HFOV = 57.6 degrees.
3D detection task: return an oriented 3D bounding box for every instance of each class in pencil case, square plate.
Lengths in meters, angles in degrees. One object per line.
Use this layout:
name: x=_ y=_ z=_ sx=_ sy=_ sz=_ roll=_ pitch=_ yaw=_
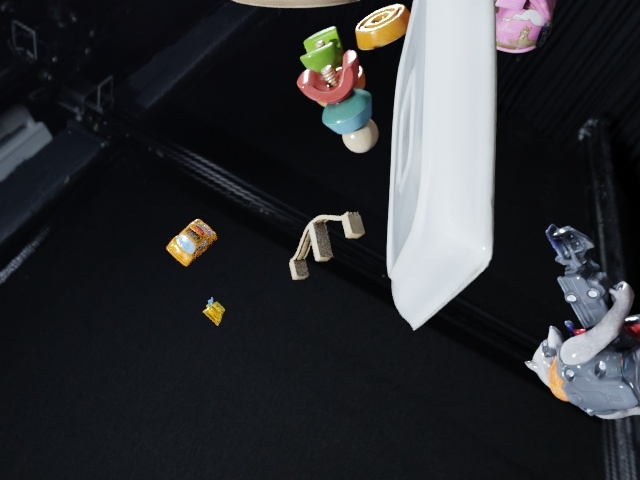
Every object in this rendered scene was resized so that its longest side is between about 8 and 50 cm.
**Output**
pencil case: x=0.339 y=-0.484 z=0.891 sx=0.167 sy=0.160 sz=0.386 roll=17 pitch=-102 yaw=41
square plate: x=0.107 y=-0.104 z=0.585 sx=0.049 sy=0.344 sz=0.347 roll=4 pitch=-106 yaw=1

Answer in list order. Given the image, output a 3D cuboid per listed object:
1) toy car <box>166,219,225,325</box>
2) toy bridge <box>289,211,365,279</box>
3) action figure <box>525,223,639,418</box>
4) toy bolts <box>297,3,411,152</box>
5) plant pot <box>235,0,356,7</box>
toy car: x=-0.123 y=0.028 z=0.656 sx=0.060 sy=0.040 sz=0.122 roll=-26 pitch=-104 yaw=-34
toy bridge: x=0.000 y=0.000 z=0.878 sx=0.026 sy=0.188 sz=0.063 roll=-1 pitch=-113 yaw=-32
action figure: x=0.407 y=0.140 z=0.788 sx=0.178 sy=0.330 sz=0.341 roll=-37 pitch=-87 yaw=-29
toy bolts: x=0.073 y=-0.260 z=0.980 sx=0.158 sy=0.218 sz=0.228 roll=58 pitch=-153 yaw=-33
plant pot: x=-0.029 y=-0.426 z=0.861 sx=0.237 sy=0.109 sz=0.237 roll=-1 pitch=-147 yaw=1
